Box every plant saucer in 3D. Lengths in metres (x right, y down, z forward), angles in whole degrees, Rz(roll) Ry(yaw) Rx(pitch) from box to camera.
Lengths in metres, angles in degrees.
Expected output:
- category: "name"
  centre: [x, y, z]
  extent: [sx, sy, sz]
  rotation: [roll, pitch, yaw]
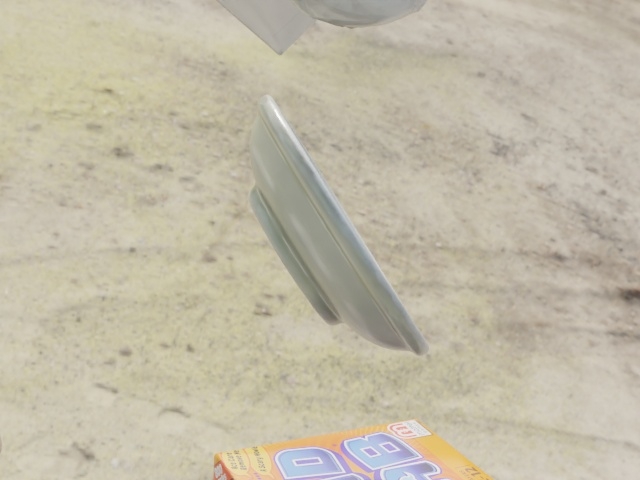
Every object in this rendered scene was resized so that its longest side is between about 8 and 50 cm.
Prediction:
- category: "plant saucer"
  centre: [0.000, 0.000, 1.114]
  extent: [0.100, 0.400, 0.400]
  rotation: [-33, 38, 2]

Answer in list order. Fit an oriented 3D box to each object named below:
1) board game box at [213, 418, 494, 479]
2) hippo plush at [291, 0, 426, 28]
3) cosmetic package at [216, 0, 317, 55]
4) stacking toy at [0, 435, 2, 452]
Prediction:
- category: "board game box"
  centre: [0.068, 0.512, 1.182]
  extent: [0.356, 0.356, 0.356]
  rotation: [-3, 16, -27]
- category: "hippo plush"
  centre: [-0.048, -0.230, 0.533]
  extent: [0.236, 0.234, 0.294]
  rotation: [39, 13, -51]
- category: "cosmetic package"
  centre: [-0.048, -0.342, 0.796]
  extent: [0.225, 0.224, 0.138]
  rotation: [32, 23, -44]
- category: "stacking toy"
  centre: [-0.640, 0.344, 1.206]
  extent: [0.141, 0.141, 0.330]
  rotation: [33, 45, 27]
